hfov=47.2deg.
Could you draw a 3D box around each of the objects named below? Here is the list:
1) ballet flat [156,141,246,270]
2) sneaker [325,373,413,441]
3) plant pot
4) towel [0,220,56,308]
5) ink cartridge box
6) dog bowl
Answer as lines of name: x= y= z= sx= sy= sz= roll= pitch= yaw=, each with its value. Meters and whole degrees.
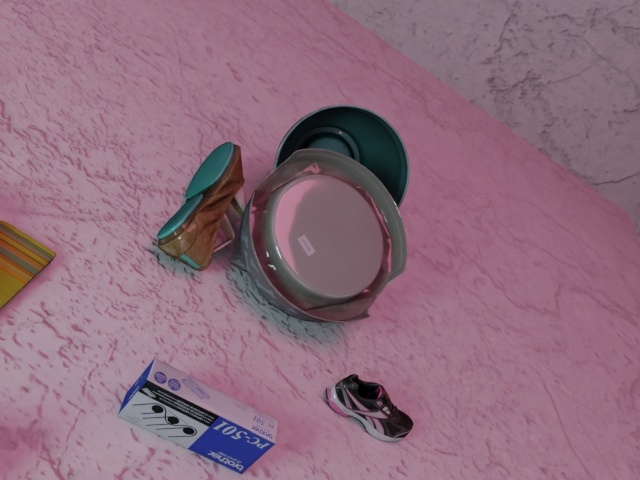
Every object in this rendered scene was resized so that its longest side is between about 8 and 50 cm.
ballet flat: x=-0.202 y=-0.059 z=1.399 sx=0.124 sy=0.116 sz=0.342 roll=52 pitch=28 yaw=-23
sneaker: x=0.100 y=0.297 z=1.308 sx=0.178 sy=0.077 sz=0.072 roll=28 pitch=36 yaw=-22
plant pot: x=0.030 y=-0.161 z=1.629 sx=0.293 sy=0.293 sz=0.196 roll=31 pitch=7 yaw=-17
towel: x=-0.480 y=0.057 z=1.034 sx=0.102 sy=0.021 sz=0.237 roll=33 pitch=34 yaw=-4
ink cartridge box: x=-0.172 y=0.254 z=1.049 sx=0.207 sy=0.097 sz=0.046 roll=31 pitch=34 yaw=-17
dog bowl: x=0.000 y=0.000 z=1.425 sx=0.349 sy=0.102 sz=0.348 roll=11 pitch=66 yaw=-27
